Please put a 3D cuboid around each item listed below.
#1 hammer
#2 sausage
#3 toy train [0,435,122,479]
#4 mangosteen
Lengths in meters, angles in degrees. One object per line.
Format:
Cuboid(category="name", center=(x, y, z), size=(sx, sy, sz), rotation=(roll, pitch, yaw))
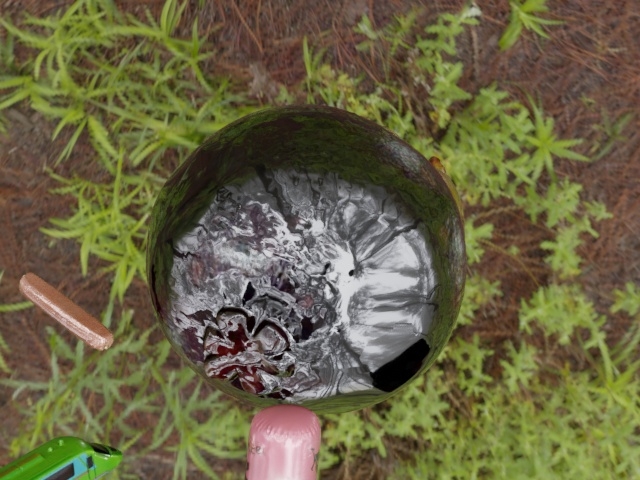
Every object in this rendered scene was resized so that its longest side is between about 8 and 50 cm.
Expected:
Cuboid(category="hammer", center=(-0.022, 0.129, 0.499), size=(0.043, 0.043, 0.083), rotation=(6, 104, -8))
Cuboid(category="sausage", center=(-0.314, 0.086, 1.148), size=(0.147, 0.035, 0.030), rotation=(32, 132, 14))
Cuboid(category="toy train", center=(-0.251, 0.206, 0.774), size=(0.044, 0.209, 0.042), rotation=(12, 115, 34))
Cuboid(category="mangosteen", center=(0.000, 0.000, 1.119), size=(0.382, 0.435, 0.382), rotation=(14, 129, 18))
